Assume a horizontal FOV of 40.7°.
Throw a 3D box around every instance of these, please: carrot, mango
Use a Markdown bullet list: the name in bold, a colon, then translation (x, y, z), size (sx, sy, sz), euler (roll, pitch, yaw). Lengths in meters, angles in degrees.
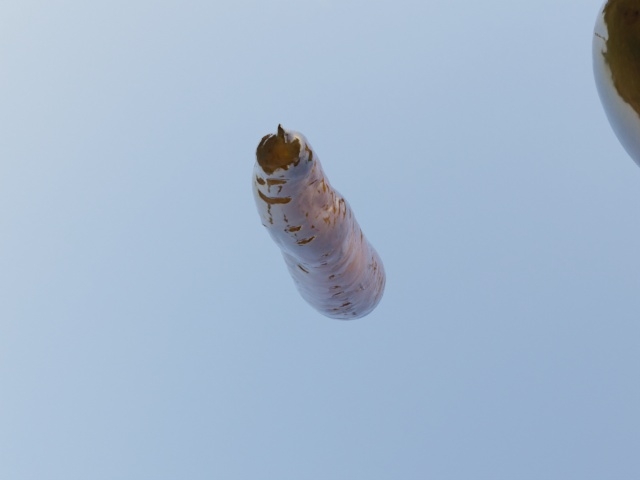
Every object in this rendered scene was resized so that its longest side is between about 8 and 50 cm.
- **carrot**: translation (0.000, 0.000, 0.500), size (0.059, 0.248, 0.059), euler (-4, -109, 10)
- **mango**: translation (0.289, -0.085, 0.637), size (0.113, 0.138, 0.253), euler (-25, -105, -12)
